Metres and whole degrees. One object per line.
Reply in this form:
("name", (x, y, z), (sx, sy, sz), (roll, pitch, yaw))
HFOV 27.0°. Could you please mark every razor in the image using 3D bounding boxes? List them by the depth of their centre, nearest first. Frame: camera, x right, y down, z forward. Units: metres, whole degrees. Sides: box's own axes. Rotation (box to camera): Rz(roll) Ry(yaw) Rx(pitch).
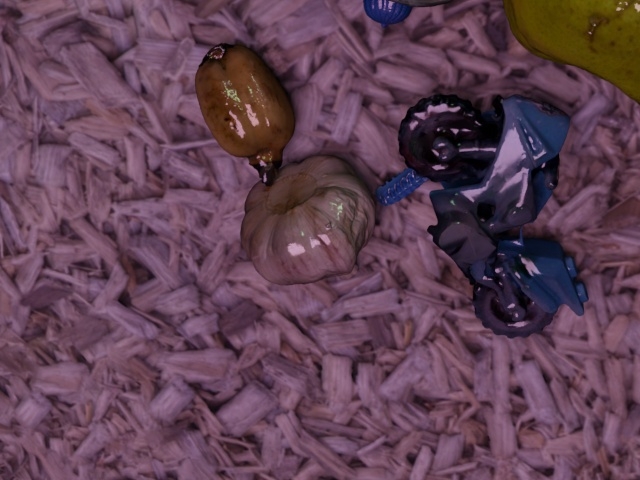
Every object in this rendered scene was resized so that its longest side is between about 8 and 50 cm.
("razor", (0.184, -0.126, 1.948), (0.253, 0.042, 0.082), (-35, 130, 26))

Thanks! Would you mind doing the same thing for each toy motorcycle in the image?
("toy motorcycle", (0.274, -0.042, 1.877), (0.232, 0.172, 0.416), (-18, 116, 17))

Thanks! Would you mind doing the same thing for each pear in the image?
("pear", (0.413, -0.358, 1.625), (0.391, 0.391, 0.391), (6, 111, 15))

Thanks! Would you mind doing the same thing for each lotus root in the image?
("lotus root", (-0.106, -0.186, 1.964), (0.125, 0.118, 0.221), (-27, 92, 9))

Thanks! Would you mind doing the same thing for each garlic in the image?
("garlic", (0.000, 0.000, 1.985), (0.218, 0.219, 0.212), (-16, 134, 21))

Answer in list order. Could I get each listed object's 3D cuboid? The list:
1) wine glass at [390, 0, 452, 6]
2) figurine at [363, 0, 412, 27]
("wine glass", (0.162, -0.500, 1.633), (0.267, 0.267, 0.406), (30, 135, 4))
("figurine", (0.091, -0.378, 1.863), (0.086, 0.087, 0.149), (2, 115, 57))
